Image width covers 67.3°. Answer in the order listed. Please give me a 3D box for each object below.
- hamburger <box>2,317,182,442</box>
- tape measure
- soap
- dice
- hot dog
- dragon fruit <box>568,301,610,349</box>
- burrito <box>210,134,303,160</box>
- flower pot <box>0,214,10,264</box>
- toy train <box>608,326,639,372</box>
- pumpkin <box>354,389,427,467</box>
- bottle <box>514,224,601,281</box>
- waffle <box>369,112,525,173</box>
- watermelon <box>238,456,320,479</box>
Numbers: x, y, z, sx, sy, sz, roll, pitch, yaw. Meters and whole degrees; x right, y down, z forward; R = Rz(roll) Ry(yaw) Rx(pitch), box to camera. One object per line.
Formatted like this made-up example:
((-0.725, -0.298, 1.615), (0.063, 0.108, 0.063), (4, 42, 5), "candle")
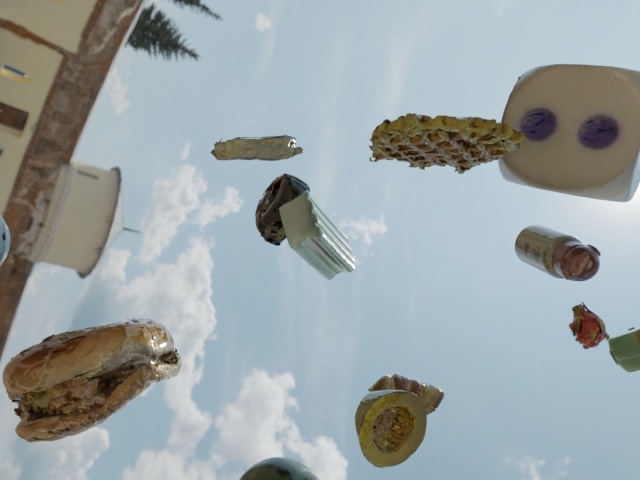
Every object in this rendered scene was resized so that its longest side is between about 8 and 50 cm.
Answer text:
((-0.352, 0.202, 0.751), (0.286, 0.243, 0.146), (-24, -96, 43), "hamburger")
((-0.127, -0.104, 1.530), (0.222, 0.135, 0.202), (-59, -159, 14), "tape measure")
((0.000, 0.000, 1.361), (0.095, 0.289, 0.172), (-26, -124, 13), "soap")
((0.528, -0.215, 0.985), (0.251, 0.259, 0.242), (18, -72, 35), "dice")
((0.264, 0.499, 1.536), (0.093, 0.262, 0.123), (125, -19, -52), "hot dog")
((0.676, 0.216, 1.224), (0.081, 0.086, 0.116), (-28, -112, 37), "dragon fruit")
((-0.146, -0.223, 1.158), (0.058, 0.230, 0.063), (40, -49, 56), "burrito")
((-0.575, -0.007, 0.665), (0.157, 0.243, 0.189), (47, -68, 26), "flower pot")
((0.550, 0.144, 0.733), (0.080, 0.125, 0.194), (68, -26, 19), "toy train")
((0.178, 0.500, 1.331), (0.110, 0.218, 0.217), (22, -88, 58), "pumpkin")
((0.579, 0.033, 1.176), (0.233, 0.110, 0.109), (-118, -127, -77), "bottle")
((0.216, -0.172, 0.858), (0.245, 0.255, 0.052), (146, -49, -81), "waffle")
((-0.100, 0.670, 1.174), (0.269, 0.269, 0.268), (-26, -125, 44), "watermelon")
